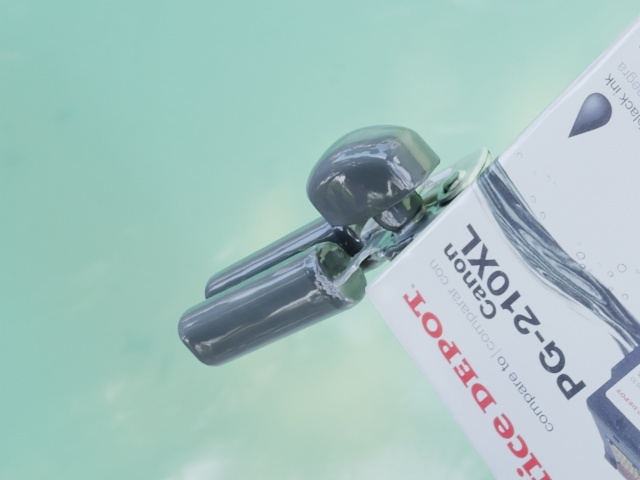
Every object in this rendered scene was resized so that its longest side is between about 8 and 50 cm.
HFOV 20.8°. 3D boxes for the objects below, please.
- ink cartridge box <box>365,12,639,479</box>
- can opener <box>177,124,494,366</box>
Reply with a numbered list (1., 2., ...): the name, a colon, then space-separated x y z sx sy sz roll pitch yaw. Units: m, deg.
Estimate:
1. ink cartridge box: 0.154 0.014 0.731 0.172 0.100 0.237 55 132 13
2. can opener: 0.000 0.000 1.055 0.093 0.074 0.280 46 140 -9
